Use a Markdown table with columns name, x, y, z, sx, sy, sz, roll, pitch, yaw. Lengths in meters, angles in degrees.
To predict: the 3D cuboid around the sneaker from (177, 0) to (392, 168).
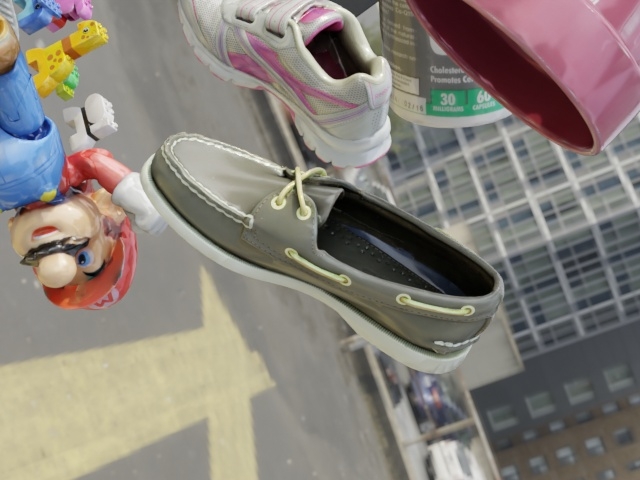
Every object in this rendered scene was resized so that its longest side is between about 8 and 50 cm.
| name | x | y | z | sx | sy | sz | roll | pitch | yaw |
| --- | --- | --- | --- | --- | --- | --- | --- | --- | --- |
| sneaker | -0.024 | -0.184 | 0.976 | 0.252 | 0.103 | 0.111 | 38 | -37 | 12 |

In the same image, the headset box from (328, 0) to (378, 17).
| name | x | y | z | sx | sy | sz | roll | pitch | yaw |
| --- | --- | --- | --- | --- | --- | --- | --- | --- | --- |
| headset box | -0.043 | -0.459 | 1.761 | 0.246 | 0.283 | 0.131 | 47 | 10 | -40 |

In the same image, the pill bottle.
| name | x | y | z | sx | sy | sz | roll | pitch | yaw |
| --- | --- | --- | --- | --- | --- | --- | --- | --- | --- |
| pill bottle | 0.174 | -0.348 | 1.402 | 0.204 | 0.204 | 0.361 | -96 | 179 | -57 |

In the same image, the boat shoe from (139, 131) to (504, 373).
| name | x | y | z | sx | sy | sz | roll | pitch | yaw |
| --- | --- | --- | --- | --- | --- | --- | --- | --- | --- |
| boat shoe | 0.002 | -0.008 | 0.849 | 0.305 | 0.091 | 0.109 | 30 | 44 | 0 |

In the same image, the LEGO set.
| name | x | y | z | sx | sy | sz | roll | pitch | yaw |
| --- | --- | --- | --- | --- | --- | --- | --- | --- | --- |
| LEGO set | -0.274 | -0.221 | 1.194 | 0.087 | 0.093 | 0.227 | 40 | 28 | -62 |

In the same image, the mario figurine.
| name | x | y | z | sx | sy | sz | roll | pitch | yaw |
| --- | --- | --- | --- | --- | --- | --- | --- | --- | --- |
| mario figurine | -0.270 | -0.042 | 0.997 | 0.170 | 0.198 | 0.320 | -53 | 136 | -29 |

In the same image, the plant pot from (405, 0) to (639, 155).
| name | x | y | z | sx | sy | sz | roll | pitch | yaw |
| --- | --- | --- | --- | --- | --- | --- | --- | --- | --- |
| plant pot | 0.189 | -0.193 | 0.789 | 0.201 | 0.180 | 0.201 | 41 | 1 | -1 |

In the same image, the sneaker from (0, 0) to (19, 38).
| name | x | y | z | sx | sy | sz | roll | pitch | yaw |
| --- | --- | --- | --- | --- | --- | --- | --- | --- | --- |
| sneaker | -0.509 | -0.417 | 1.559 | 0.161 | 0.102 | 0.282 | 54 | -37 | 43 |
